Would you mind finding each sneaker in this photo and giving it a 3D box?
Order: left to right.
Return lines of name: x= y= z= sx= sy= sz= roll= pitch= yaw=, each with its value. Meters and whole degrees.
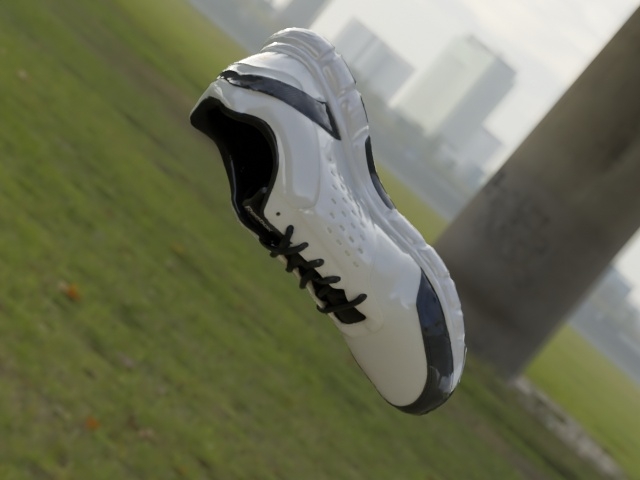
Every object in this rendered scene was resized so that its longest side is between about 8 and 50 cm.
sneaker: x=0.000 y=0.000 z=0.486 sx=0.044 sy=0.040 sz=0.109 roll=-30 pitch=93 yaw=-42
